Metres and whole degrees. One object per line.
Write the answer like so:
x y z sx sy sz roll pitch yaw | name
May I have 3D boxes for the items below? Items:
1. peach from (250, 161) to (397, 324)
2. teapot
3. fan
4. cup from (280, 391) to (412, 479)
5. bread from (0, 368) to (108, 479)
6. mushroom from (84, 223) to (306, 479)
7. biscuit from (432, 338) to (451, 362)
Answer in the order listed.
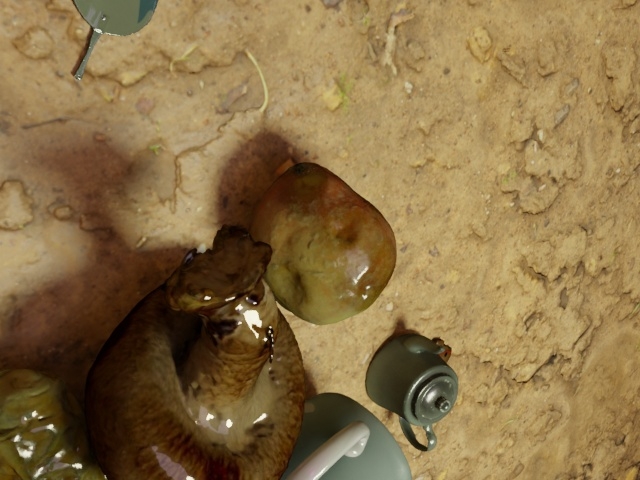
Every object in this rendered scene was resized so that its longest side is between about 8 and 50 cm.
0.000 0.000 1.075 0.214 0.214 0.235 -38 122 -22 | peach
0.193 0.288 1.394 0.162 0.149 0.239 -8 114 -31 | teapot
-0.253 -0.271 0.872 0.113 0.005 0.175 22 93 -44 | fan
-0.005 0.382 1.171 0.274 0.259 0.357 -36 158 -29 | cup
-0.356 0.276 0.946 0.152 0.130 0.268 -29 126 -16 | bread
-0.122 0.169 0.969 0.356 0.331 0.334 -34 103 19 | mushroom
0.226 0.263 1.513 0.119 0.019 0.130 4 106 -42 | biscuit
